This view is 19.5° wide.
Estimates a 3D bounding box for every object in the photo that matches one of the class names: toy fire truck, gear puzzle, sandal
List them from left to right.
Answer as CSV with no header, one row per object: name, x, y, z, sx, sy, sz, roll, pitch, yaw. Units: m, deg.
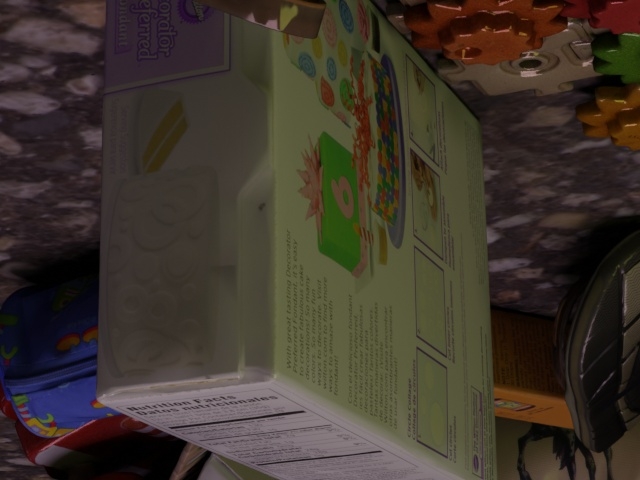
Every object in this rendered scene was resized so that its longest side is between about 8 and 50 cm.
toy fire truck,-0.114,0.155,1.599,0.254,0.169,0.302,-29,154,17
gear puzzle,0.138,-0.103,1.001,0.175,0.044,0.339,-9,160,21
sandal,0.223,0.077,1.456,0.120,0.086,0.303,-31,155,-13

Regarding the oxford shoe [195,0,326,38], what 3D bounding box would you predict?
oxford shoe,-0.089,-0.157,0.801,0.212,0.076,0.076,17,-167,-15

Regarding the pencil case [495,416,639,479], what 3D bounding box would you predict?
pencil case,0.229,0.213,1.750,0.410,0.184,0.160,-9,180,9

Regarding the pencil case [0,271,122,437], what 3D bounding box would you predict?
pencil case,-0.105,0.063,1.348,0.306,0.119,0.133,-16,180,35

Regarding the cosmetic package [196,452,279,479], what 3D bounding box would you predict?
cosmetic package,-0.049,0.319,1.589,0.217,0.156,0.385,-26,152,-52

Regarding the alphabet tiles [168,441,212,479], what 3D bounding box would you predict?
alphabet tiles,-0.018,0.109,1.457,0.237,0.009,0.198,-36,170,-19

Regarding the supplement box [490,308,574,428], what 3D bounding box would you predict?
supplement box,0.176,0.110,1.593,0.233,0.080,0.078,11,157,-38

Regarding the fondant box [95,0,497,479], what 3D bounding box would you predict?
fondant box,0.000,0.000,0.991,0.096,0.238,0.330,-8,161,20
